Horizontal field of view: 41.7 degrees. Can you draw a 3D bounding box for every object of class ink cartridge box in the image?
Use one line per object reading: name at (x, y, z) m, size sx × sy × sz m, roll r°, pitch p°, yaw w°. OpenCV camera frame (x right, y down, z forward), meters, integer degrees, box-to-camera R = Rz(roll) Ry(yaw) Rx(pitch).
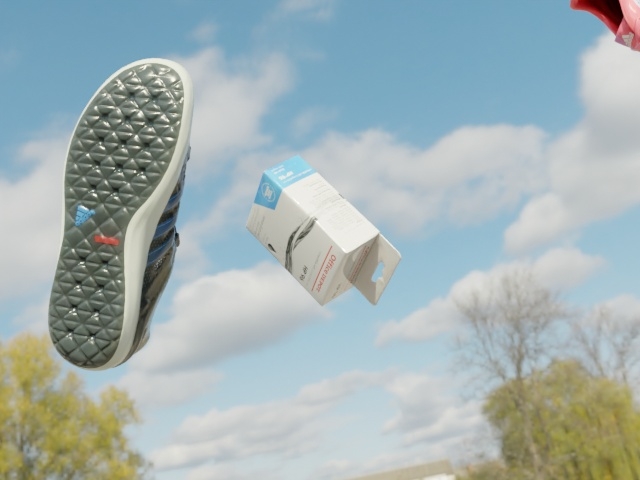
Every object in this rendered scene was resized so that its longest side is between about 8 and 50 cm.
ink cartridge box at (0.000, 0.000, 0.457) m, size 0.028 × 0.083 × 0.048 m, roll -30°, pitch -25°, yaw -37°

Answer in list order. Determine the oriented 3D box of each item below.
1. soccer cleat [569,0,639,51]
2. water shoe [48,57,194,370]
soccer cleat at (0.359, -0.205, 0.853) m, size 0.095 × 0.248 × 0.083 m, roll -26°, pitch -38°, yaw -7°
water shoe at (-0.127, -0.018, 0.552) m, size 0.073 × 0.203 × 0.080 m, roll 17°, pitch 1°, yaw 8°
